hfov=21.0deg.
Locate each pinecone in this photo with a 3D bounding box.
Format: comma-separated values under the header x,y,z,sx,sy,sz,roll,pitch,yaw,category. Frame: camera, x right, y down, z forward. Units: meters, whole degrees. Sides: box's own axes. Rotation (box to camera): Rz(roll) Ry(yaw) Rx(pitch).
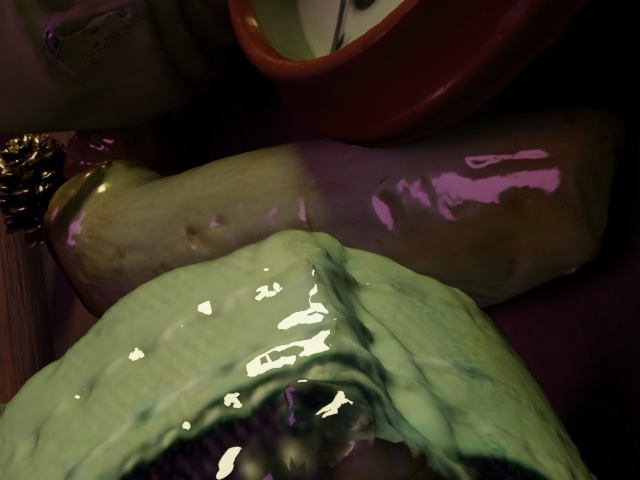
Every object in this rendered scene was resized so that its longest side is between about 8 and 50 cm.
x,y,z,sx,sy,sz,roll,pitch,yaw,category
-0.208,-0.038,1.273,0.077,0.083,0.077,-30,24,15,pinecone

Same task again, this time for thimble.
x,y,z,sx,sy,sz,roll,pitch,yaw,category
-0.008,0.118,0.576,0.150,0.237,0.237,-116,40,-55,thimble

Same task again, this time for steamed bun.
x,y,z,sx,sy,sz,roll,pitch,yaw,category
-0.125,-0.199,0.943,0.320,0.206,0.275,92,170,-58,steamed bun

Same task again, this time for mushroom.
x,y,z,sx,sy,sz,roll,pitch,yaw,category
0.002,0.002,0.745,0.333,0.107,0.087,-6,60,46,mushroom

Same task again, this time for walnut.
x,y,z,sx,sy,sz,roll,pitch,yaw,category
-0.119,-0.052,1.073,0.096,0.082,0.079,27,137,64,walnut

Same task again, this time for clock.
x,y,z,sx,sy,sz,roll,pitch,yaw,category
0.066,-0.184,0.656,0.318,0.080,0.319,-43,36,43,clock

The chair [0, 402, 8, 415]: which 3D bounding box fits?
x,y,z,sx,sy,sz,roll,pitch,yaw,category
-0.146,0.119,0.949,0.190,0.203,0.275,132,149,-70,chair
